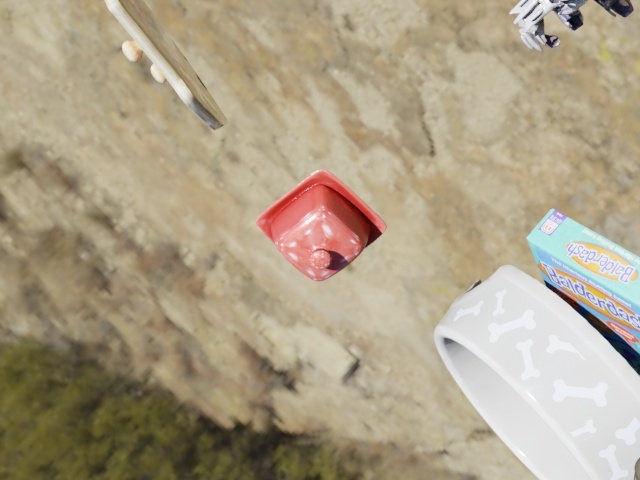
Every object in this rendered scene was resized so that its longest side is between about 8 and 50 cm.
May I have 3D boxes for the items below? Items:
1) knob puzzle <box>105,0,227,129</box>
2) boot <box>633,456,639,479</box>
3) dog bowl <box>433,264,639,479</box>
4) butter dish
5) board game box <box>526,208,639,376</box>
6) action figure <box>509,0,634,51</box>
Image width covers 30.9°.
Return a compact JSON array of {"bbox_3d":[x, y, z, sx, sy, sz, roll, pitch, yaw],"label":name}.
[{"bbox_3d":[-0.143,-0.160,0.995,0.213,0.030,0.213,54,-176,-5],"label":"knob puzzle"},{"bbox_3d":[0.324,0.177,0.989,0.106,0.082,0.219,61,163,-6],"label":"boot"},{"bbox_3d":[0.265,0.186,1.321,0.349,0.102,0.349,48,171,10],"label":"dog bowl"},{"bbox_3d":[0.000,0.000,1.798,0.160,0.160,0.118,42,-153,-25],"label":"butter dish"},{"bbox_3d":[0.311,0.071,1.215,0.160,0.047,0.210,35,166,37],"label":"board game box"},{"bbox_3d":[0.360,-0.342,1.609,0.099,0.185,0.285,62,-159,2],"label":"action figure"}]
